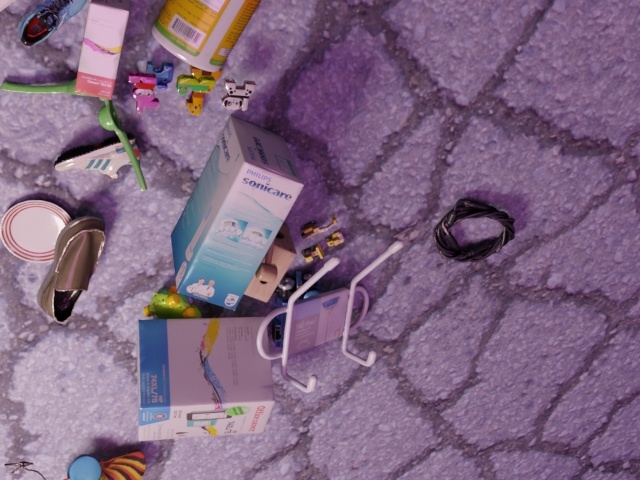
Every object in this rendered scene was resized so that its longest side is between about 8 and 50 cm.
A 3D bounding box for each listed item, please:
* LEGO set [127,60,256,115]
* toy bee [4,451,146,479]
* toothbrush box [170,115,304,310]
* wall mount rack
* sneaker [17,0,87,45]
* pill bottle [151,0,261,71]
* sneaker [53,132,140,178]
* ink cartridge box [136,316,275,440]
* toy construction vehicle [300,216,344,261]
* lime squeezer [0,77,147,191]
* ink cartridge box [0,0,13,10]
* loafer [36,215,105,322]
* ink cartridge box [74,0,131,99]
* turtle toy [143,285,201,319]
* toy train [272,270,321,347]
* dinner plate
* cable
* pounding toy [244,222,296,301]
[{"bbox_3d":[-0.243,-0.266,1.514,0.227,0.087,0.093,0,123,-21],"label":"LEGO set"},{"bbox_3d":[-0.550,0.578,1.898,0.298,0.162,0.195,-6,166,-1],"label":"toy bee"},{"bbox_3d":[-0.168,-0.055,1.578,0.126,0.216,0.296,19,113,-23],"label":"toothbrush box"},{"bbox_3d":[0.037,0.139,1.710,0.350,0.130,0.304,-13,118,-48],"label":"wall mount rack"},{"bbox_3d":[-0.447,-0.383,1.398,0.162,0.073,0.063,-43,120,13],"label":"sneaker"},{"bbox_3d":[-0.170,-0.423,1.403,0.136,0.136,0.246,26,111,-25],"label":"pill bottle"},{"bbox_3d":[-0.416,-0.144,1.558,0.161,0.057,0.075,-19,117,-5],"label":"sneaker"},{"bbox_3d":[-0.247,0.290,1.740,0.270,0.197,0.198,-1,148,-13],"label":"ink cartridge box"},{"bbox_3d":[0.000,0.000,1.756,0.098,0.035,0.086,-22,123,0],"label":"toy construction vehicle"},{"bbox_3d":[-0.412,-0.221,1.488,0.310,0.059,0.110,37,80,-11],"label":"lime squeezer"},{"bbox_3d":[-0.572,-0.459,1.264,0.100,0.172,0.237,-35,122,9],"label":"ink cartridge box"},{"bbox_3d":[-0.482,0.062,1.636,0.094,0.087,0.251,2,127,-41],"label":"loafer"},{"bbox_3d":[-0.366,-0.356,1.408,0.067,0.115,0.198,10,118,-18],"label":"ink cartridge box"},{"bbox_3d":[-0.305,0.144,1.751,0.095,0.066,0.130,-23,129,29],"label":"turtle toy"},{"bbox_3d":[-0.053,0.154,1.813,0.105,0.080,0.184,0,121,-7],"label":"toy train"},{"bbox_3d":[-0.554,-0.019,1.625,0.141,0.017,0.141,-6,121,-11],"label":"dinner plate"},{"bbox_3d":[0.344,-0.012,1.824,0.184,0.047,0.151,14,116,-21],"label":"cable"},{"bbox_3d":[-0.097,0.032,1.651,0.094,0.206,0.181,23,113,-25],"label":"pounding toy"}]
